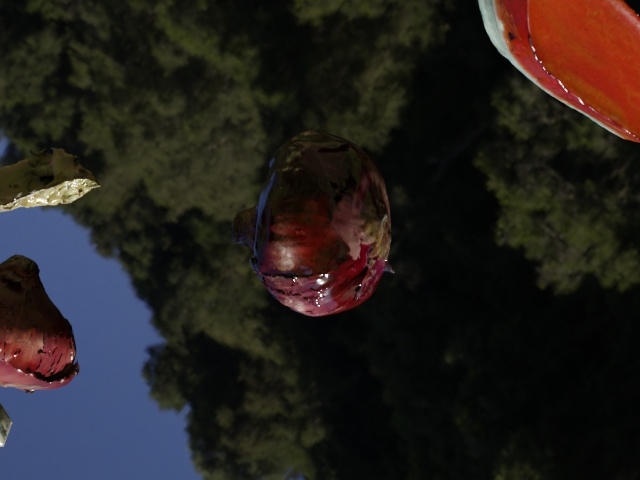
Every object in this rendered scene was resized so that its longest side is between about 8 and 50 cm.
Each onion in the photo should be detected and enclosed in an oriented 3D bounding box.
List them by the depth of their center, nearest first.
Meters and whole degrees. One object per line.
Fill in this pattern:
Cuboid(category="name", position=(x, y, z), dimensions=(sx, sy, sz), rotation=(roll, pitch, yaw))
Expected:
Cuboid(category="onion", position=(-0.343, 0.090, 1.280), dimensions=(0.184, 0.147, 0.184), rotation=(25, 172, 4))
Cuboid(category="onion", position=(-0.015, -0.016, 1.545), dimensions=(0.219, 0.252, 0.252), rotation=(-1, -166, 14))

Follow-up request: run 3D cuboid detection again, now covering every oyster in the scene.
Cuboid(category="oyster", position=(-0.433, -0.078, 1.728), dimensions=(0.133, 0.209, 0.072), rotation=(-117, 6, -54))

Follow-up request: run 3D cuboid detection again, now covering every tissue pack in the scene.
Cuboid(category="tissue pack", position=(-0.537, 0.286, 1.886), dimensions=(0.062, 0.042, 0.083), rotation=(-84, -24, -56))

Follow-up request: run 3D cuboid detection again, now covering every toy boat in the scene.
Cuboid(category="toy boat", position=(0.309, -0.251, 1.443), dimensions=(0.332, 0.145, 0.133), rotation=(30, -172, -35))
